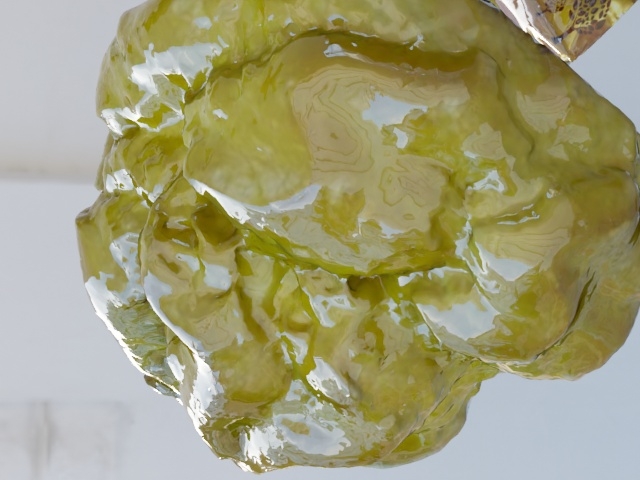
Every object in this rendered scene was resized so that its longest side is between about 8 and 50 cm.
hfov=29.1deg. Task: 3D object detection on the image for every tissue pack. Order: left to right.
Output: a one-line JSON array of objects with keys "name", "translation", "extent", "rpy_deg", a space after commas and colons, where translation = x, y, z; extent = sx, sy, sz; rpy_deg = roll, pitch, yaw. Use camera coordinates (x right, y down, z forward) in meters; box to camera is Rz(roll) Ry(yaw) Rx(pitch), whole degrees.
[{"name": "tissue pack", "translation": [0.232, -0.318, 1.233], "extent": [0.226, 0.183, 0.092], "rpy_deg": [51, 166, -26]}]

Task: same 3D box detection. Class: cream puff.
[{"name": "cream puff", "translation": [0.001, 0.000, 0.654], "extent": [0.324, 0.291, 0.257], "rpy_deg": [30, 87, 39]}]

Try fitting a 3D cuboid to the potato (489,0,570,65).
[{"name": "potato", "translation": [0.210, -0.293, 1.524], "extent": [0.229, 0.266, 0.229], "rpy_deg": [-38, 21, 17]}]
